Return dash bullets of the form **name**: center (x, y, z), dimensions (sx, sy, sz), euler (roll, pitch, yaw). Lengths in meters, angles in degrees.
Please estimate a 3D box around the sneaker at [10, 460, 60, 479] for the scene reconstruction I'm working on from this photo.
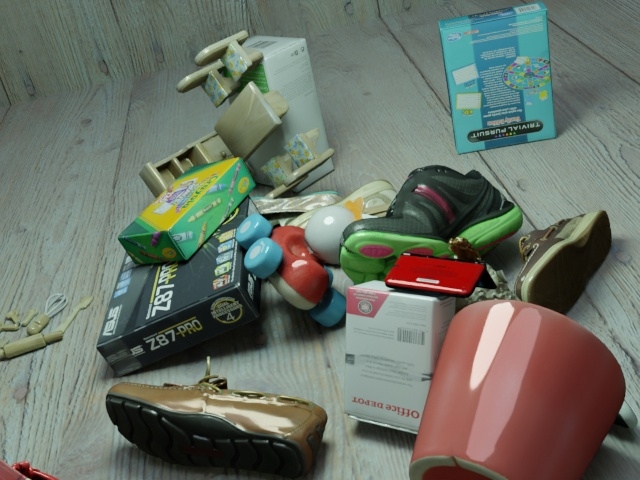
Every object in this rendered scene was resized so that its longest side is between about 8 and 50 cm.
- **sneaker**: center (-0.477, 0.396, 1.363), dimensions (0.279, 0.118, 0.107), euler (4, 32, 26)

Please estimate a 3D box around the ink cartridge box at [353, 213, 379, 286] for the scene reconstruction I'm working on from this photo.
- **ink cartridge box**: center (0.115, 0.021, 1.743), dimensions (0.092, 0.143, 0.090), euler (11, 38, 37)

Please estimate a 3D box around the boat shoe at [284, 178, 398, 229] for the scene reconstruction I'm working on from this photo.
- **boat shoe**: center (0.033, -0.010, 1.852), dimensions (0.341, 0.121, 0.110), euler (-31, 55, -7)

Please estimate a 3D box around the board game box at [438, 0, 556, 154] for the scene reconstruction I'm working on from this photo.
- **board game box**: center (0.442, -0.400, 2.139), dimensions (0.254, 0.335, 0.079), euler (-9, 30, 7)

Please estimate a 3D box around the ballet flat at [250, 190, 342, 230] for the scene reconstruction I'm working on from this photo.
- **ballet flat**: center (-0.099, -0.046, 1.998), dimensions (0.316, 0.107, 0.106), euler (-8, 57, 12)

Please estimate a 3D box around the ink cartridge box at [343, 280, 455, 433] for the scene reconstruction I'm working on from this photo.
- **ink cartridge box**: center (0.126, 0.184, 1.376), dimensions (0.159, 0.217, 0.092), euler (7, 9, 32)

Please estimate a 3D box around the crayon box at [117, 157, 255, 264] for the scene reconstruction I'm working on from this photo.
- **crayon box**: center (-0.285, -0.065, 1.857), dimensions (0.165, 0.081, 0.278), euler (-6, 33, 39)

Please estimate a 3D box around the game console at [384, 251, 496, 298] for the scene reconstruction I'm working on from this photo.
- **game console**: center (0.192, 0.071, 1.364), dimensions (0.144, 0.085, 0.124), euler (6, 37, 28)

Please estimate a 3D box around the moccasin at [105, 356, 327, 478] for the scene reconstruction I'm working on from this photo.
- **moccasin**: center (-0.177, 0.285, 1.414), dimensions (0.380, 0.139, 0.147), euler (0, 31, 21)

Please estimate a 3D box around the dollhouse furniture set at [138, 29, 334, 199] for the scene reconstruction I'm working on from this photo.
- **dollhouse furniture set**: center (-0.239, -0.227, 2.083), dimensions (0.256, 0.362, 0.394), euler (-36, -1, -35)

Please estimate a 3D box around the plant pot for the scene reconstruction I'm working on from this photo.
- **plant pot**: center (0.257, 0.261, 1.183), dimensions (0.275, 0.274, 0.243), euler (7, 47, 32)

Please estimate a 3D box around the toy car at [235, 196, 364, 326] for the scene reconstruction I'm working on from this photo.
- **toy car**: center (0.000, 0.000, 1.662), dimensions (0.238, 0.219, 0.210), euler (-45, 28, 10)

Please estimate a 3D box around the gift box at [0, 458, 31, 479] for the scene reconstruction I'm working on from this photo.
- **gift box**: center (-0.408, 0.436, 1.102), dimensions (0.276, 0.258, 0.255), euler (29, 57, 31)

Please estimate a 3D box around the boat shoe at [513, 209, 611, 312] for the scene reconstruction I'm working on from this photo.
- **boat shoe**: center (0.435, 0.036, 1.626), dimensions (0.123, 0.123, 0.342), euler (3, 29, 40)

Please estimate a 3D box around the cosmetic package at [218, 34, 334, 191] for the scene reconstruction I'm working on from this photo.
- **cosmetic package**: center (-0.111, -0.328, 2.209), dimensions (0.197, 0.365, 0.155), euler (14, 38, 42)

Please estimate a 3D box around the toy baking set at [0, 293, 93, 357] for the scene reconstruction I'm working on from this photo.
- **toy baking set**: center (-0.629, 0.181, 1.882), dimensions (0.256, 0.030, 0.196), euler (-17, 30, -6)

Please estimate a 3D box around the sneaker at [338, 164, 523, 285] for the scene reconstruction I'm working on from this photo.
- **sneaker**: center (0.190, -0.033, 1.648), dimensions (0.483, 0.185, 0.202), euler (-14, 66, -47)

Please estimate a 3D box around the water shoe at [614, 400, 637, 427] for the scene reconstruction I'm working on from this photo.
- **water shoe**: center (0.397, 0.252, 1.330), dimensions (0.080, 0.073, 0.203), euler (-45, 33, -10)

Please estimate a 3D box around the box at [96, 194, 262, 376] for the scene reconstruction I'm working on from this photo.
- **box**: center (-0.277, 0.080, 1.792), dimensions (0.318, 0.097, 0.395), euler (-24, 28, 12)

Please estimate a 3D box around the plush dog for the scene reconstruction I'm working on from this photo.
- **plush dog**: center (0.215, 0.132, 1.498), dimensions (0.225, 0.210, 0.262), euler (-42, 34, -3)
